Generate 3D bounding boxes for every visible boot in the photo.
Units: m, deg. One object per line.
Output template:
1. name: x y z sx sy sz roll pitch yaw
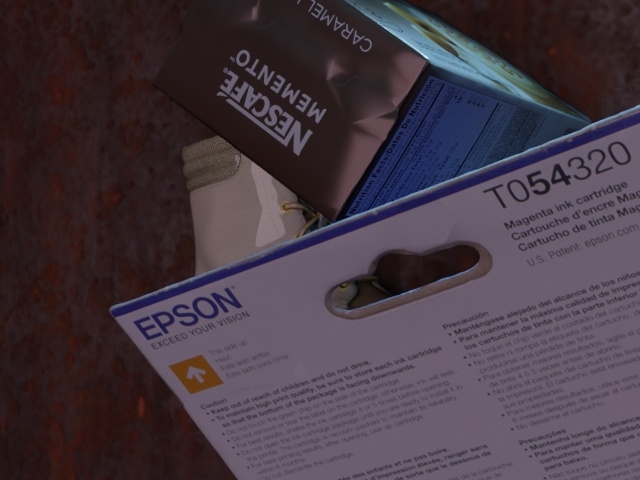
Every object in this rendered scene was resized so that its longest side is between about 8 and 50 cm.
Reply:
1. boot: 0.000 0.000 1.039 0.213 0.077 0.165 -6 83 31

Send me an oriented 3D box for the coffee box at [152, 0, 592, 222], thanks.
1. coffee box: 0.038 -0.079 0.923 0.141 0.246 0.098 38 104 26

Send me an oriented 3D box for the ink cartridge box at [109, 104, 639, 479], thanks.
1. ink cartridge box: 0.109 0.092 0.873 0.324 0.071 0.330 -20 117 27
